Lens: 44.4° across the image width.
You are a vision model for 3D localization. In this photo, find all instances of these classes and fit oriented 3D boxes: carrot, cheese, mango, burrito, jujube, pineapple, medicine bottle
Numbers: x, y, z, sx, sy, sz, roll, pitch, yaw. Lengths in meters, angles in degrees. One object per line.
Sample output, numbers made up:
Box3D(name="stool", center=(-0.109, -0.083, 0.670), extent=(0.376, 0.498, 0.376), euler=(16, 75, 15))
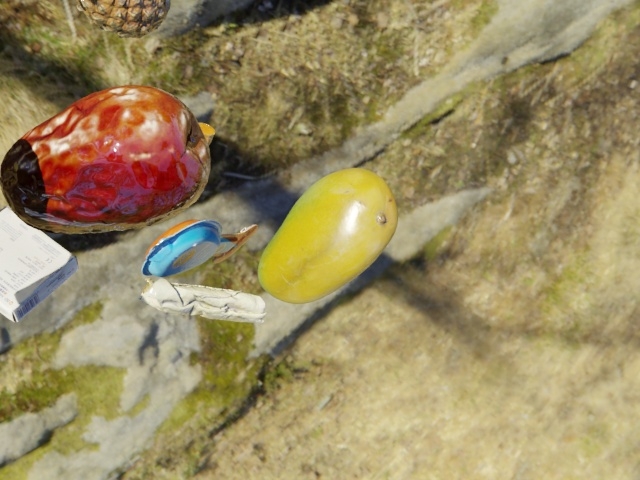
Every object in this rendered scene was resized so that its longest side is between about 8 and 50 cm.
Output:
Box3D(name="carrot", center=(-0.257, -0.173, 1.577), extent=(0.048, 0.048, 0.139), euler=(-3, 137, -39))
Box3D(name="cheese", center=(-0.154, 0.007, 1.020), extent=(0.106, 0.037, 0.256), euler=(-40, 170, 15))
Box3D(name="mango", center=(0.000, 0.000, 1.086), extent=(0.251, 0.156, 0.114), euler=(-38, 139, 25))
Box3D(name="burrito", center=(-0.152, 0.083, 1.036), extent=(0.186, 0.041, 0.045), euler=(10, 134, -38))
Box3D(name="jujube", center=(-0.335, -0.118, 1.226), extent=(0.318, 0.223, 0.223), euler=(-14, 133, 13))
Box3D(name="pineapple", center=(-0.382, -0.457, 1.337), extent=(0.157, 0.158, 0.279), euler=(-58, 155, 4))
Box3D(name="medicine bottle", center=(-0.606, 0.042, 1.531), extent=(0.171, 0.201, 0.052), euler=(-48, 163, -32))
